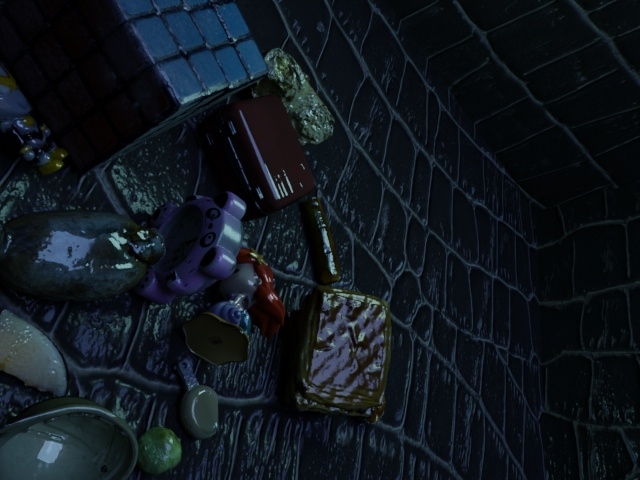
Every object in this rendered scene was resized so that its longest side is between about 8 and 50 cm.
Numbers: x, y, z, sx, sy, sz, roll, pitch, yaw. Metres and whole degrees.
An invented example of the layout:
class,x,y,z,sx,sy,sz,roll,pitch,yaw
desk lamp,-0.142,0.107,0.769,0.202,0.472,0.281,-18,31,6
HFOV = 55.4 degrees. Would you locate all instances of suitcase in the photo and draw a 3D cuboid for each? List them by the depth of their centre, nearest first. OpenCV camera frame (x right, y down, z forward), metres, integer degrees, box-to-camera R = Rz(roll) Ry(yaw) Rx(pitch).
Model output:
class,x,y,z,sx,sy,sz,roll,pitch,yaw
suitcase,-0.160,-0.217,1.586,0.236,0.161,0.297,-31,100,-53

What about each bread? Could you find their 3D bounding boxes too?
class,x,y,z,sx,sy,sz,roll,pitch,yaw
bread,0.038,0.295,1.612,0.277,0.167,0.325,16,74,-28
bread,-0.103,-0.422,1.743,0.314,0.171,0.192,49,11,-44

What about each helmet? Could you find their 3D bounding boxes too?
class,x,y,z,sx,sy,sz,roll,pitch,yaw
helmet,-0.444,0.329,1.000,0.257,0.137,0.204,17,100,-40

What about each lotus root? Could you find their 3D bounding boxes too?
class,x,y,z,sx,sy,sz,roll,pitch,yaw
lotus root,-0.455,0.025,1.101,0.349,0.175,0.175,5,71,-48

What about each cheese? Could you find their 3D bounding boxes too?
class,x,y,z,sx,sy,sz,roll,pitch,yaw
cheese,-0.262,0.337,1.308,0.092,0.047,0.171,8,68,-52

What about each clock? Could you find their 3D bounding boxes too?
class,x,y,z,sx,sy,sz,roll,pitch,yaw
clock,-0.269,0.010,1.271,0.090,0.247,0.228,37,48,-42

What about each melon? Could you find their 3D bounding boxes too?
class,x,y,z,sx,sy,sz,roll,pitch,yaw
melon,-0.502,0.198,1.050,0.182,0.054,0.098,38,53,-37

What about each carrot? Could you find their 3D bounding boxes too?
class,x,y,z,sx,sy,sz,roll,pitch,yaw
carrot,0.000,0.000,1.792,0.070,0.070,0.260,-3,76,-53

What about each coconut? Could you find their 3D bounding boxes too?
class,x,y,z,sx,sy,sz,roll,pitch,yaw
coconut,-0.312,0.407,1.185,0.096,0.087,0.088,-21,92,-49

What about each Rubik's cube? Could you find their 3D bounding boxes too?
class,x,y,z,sx,sy,sz,roll,pitch,yaw
Rubik's cube,-0.373,-0.388,1.225,0.344,0.343,0.337,61,36,-15

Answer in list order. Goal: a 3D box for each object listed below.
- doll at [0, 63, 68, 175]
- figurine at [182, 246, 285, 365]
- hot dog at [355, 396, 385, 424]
class,x,y,z,sx,sy,sz,roll,pitch,yaw
doll,-0.587,-0.251,1.092,0.316,0.103,0.145,55,35,-31
figurine,-0.183,0.154,1.406,0.208,0.181,0.257,24,43,4
hot dog,0.114,0.398,1.758,0.144,0.075,0.268,-22,94,-54
